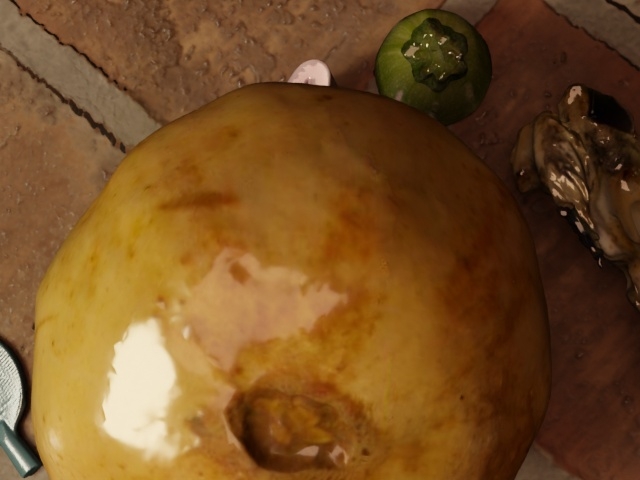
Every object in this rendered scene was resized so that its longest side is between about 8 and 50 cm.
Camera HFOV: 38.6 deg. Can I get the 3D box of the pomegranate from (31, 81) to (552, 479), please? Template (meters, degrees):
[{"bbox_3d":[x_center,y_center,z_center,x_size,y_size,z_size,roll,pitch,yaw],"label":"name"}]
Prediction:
[{"bbox_3d":[-0.021,0.067,0.598,0.338,0.338,0.338,0,87,9],"label":"pomegranate"}]

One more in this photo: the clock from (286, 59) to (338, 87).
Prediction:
[{"bbox_3d":[0.000,0.000,0.771,0.275,0.080,0.290,6,89,9],"label":"clock"}]

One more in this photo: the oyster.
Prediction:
[{"bbox_3d":[0.281,0.021,0.699,0.337,0.133,0.198,39,96,11],"label":"oyster"}]

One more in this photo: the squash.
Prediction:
[{"bbox_3d":[0.089,-0.150,0.736,0.105,0.132,0.105,0,89,8],"label":"squash"}]

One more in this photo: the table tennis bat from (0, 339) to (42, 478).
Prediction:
[{"bbox_3d":[-0.309,0.152,0.845,0.100,0.019,0.155,-41,80,5],"label":"table tennis bat"}]
